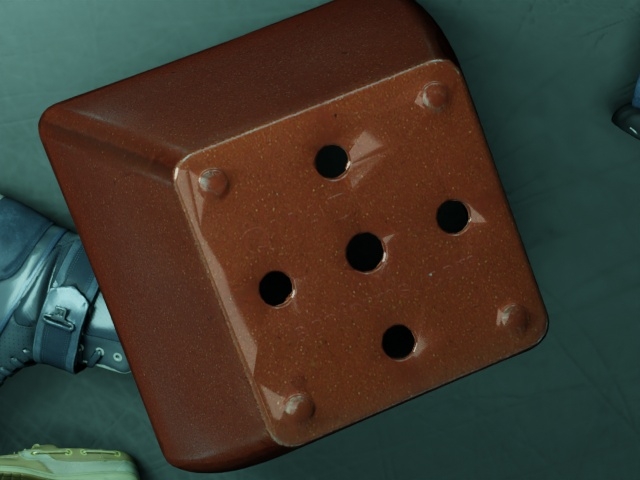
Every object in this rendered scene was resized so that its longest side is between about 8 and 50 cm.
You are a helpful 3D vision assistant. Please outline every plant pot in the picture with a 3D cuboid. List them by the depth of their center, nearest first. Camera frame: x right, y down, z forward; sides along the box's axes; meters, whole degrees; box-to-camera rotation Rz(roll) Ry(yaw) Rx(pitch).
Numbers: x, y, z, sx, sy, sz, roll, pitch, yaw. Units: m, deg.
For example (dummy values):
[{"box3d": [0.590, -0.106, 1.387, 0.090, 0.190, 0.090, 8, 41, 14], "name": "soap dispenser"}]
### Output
[{"box3d": [0.000, 0.000, 1.153, 0.267, 0.236, 0.267, -22, 99, -11], "name": "plant pot"}]

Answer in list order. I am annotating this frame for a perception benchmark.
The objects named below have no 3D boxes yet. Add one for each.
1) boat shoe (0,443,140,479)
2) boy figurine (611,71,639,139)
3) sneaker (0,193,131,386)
[{"box3d": [-0.197, 0.171, 1.321, 0.135, 0.045, 0.050, 7, 126, -15], "name": "boat shoe"}, {"box3d": [0.290, -0.185, 1.207, 0.177, 0.092, 0.285, 24, 101, 0], "name": "boy figurine"}, {"box3d": [-0.209, 0.093, 1.299, 0.163, 0.086, 0.226, 22, 103, 0], "name": "sneaker"}]
